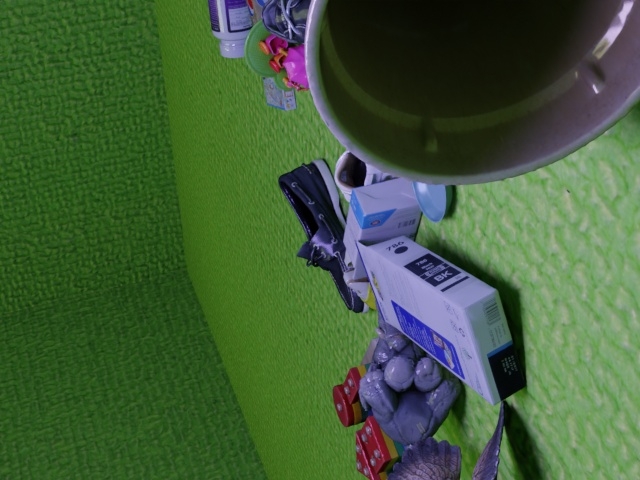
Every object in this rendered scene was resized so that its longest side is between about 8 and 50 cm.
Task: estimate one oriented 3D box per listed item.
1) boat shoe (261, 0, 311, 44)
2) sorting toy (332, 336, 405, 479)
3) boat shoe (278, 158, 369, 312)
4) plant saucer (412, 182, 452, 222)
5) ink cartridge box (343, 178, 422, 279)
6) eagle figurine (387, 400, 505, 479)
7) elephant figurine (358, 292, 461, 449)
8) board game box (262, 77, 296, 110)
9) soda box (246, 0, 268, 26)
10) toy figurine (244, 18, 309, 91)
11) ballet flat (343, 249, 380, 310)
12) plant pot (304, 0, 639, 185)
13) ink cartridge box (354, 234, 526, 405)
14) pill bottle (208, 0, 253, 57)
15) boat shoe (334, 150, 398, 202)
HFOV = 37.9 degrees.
[{"bbox_3d":[-0.020,-0.379,1.598,0.335,0.119,0.121,-159,57,-72],"label":"boat shoe"},{"bbox_3d":[0.106,0.360,1.844,0.255,0.090,0.257,105,147,-60],"label":"sorting toy"},{"bbox_3d":[0.001,-0.002,1.859,0.127,0.113,0.340,120,135,-68],"label":"boat shoe"},{"bbox_3d":[0.167,-0.086,1.376,0.119,0.021,0.119,166,90,-74],"label":"plant saucer"},{"bbox_3d":[0.098,-0.018,1.522,0.180,0.104,0.060,99,154,-53],"label":"ink cartridge box"},{"bbox_3d":[0.216,0.409,1.327,0.225,0.226,0.298,53,-166,-77],"label":"eagle figurine"},{"bbox_3d":[0.136,0.223,1.566,0.169,0.186,0.239,36,-173,-16],"label":"elephant figurine"},{"bbox_3d":[-0.095,-0.346,2.064,0.154,0.026,0.103,-144,43,-67],"label":"board game box"},{"bbox_3d":[-0.110,-0.466,1.951,0.058,0.061,0.181,142,114,-72],"label":"soda box"},{"bbox_3d":[-0.046,-0.331,1.790,0.159,0.130,0.173,45,168,46],"label":"toy figurine"},{"bbox_3d":[0.080,0.048,1.690,0.231,0.077,0.077,93,157,-46],"label":"ballet flat"},{"bbox_3d":[0.128,-0.275,0.884,0.305,0.334,0.333,-103,11,-45],"label":"plant pot"},{"bbox_3d":[0.166,0.097,1.366,0.333,0.065,0.165,35,150,60],"label":"ink cartridge box"},{"bbox_3d":[-0.200,-0.523,2.135,0.108,0.108,0.193,-127,28,-55],"label":"pill bottle"},{"bbox_3d":[0.067,-0.116,1.561,0.277,0.096,0.098,132,122,-72],"label":"boat shoe"}]
